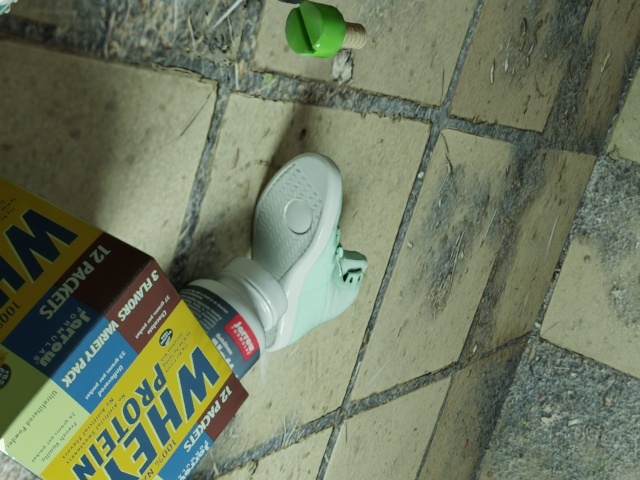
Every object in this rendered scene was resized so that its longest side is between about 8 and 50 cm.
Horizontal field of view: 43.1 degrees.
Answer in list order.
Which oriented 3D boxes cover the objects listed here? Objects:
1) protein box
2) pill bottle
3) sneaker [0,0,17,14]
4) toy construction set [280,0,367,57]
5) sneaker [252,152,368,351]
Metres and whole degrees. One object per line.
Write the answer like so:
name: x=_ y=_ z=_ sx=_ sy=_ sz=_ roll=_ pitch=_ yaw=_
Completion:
protein box: x=-0.192 y=0.078 z=0.571 sx=0.136 sy=0.201 sz=0.200 roll=-53 pitch=149 yaw=-22
pill bottle: x=-0.118 y=0.102 z=0.811 sx=0.180 sy=0.108 sz=0.108 roll=-46 pitch=146 yaw=-32
sneaker: x=-0.204 y=-0.154 z=0.480 sx=0.161 sy=0.057 sz=0.075 roll=-23 pitch=153 yaw=-2
toy construction set: x=-0.056 y=-0.305 z=0.453 sx=0.237 sy=0.257 sz=0.309 roll=-9 pitch=139 yaw=-47
sneaker: x=0.000 y=0.000 z=0.939 sx=0.151 sy=0.094 sz=0.256 roll=-21 pitch=139 yaw=-44
